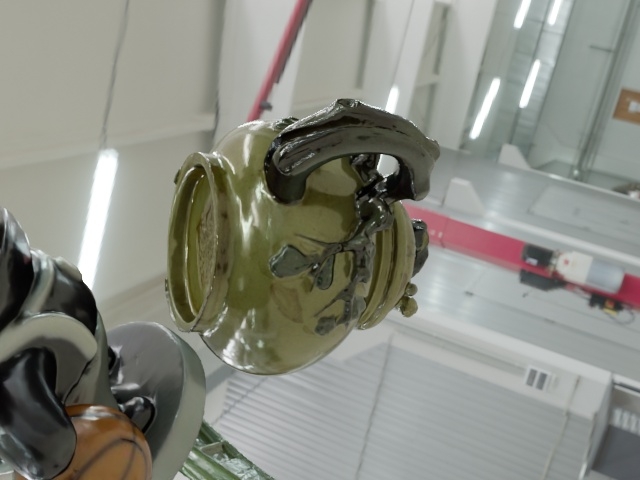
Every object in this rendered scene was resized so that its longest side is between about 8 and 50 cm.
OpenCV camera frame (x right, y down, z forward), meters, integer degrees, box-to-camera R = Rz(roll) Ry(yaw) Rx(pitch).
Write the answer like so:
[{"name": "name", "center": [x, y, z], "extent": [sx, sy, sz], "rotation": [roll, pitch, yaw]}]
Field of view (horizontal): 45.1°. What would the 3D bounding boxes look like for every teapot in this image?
[{"name": "teapot", "center": [0.000, 0.000, 0.526], "extent": [0.269, 0.182, 0.173], "rotation": [-51, 42, 50]}]

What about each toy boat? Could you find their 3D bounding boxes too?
[{"name": "toy boat", "center": [-0.132, 0.214, 0.825], "extent": [0.055, 0.293, 0.093], "rotation": [-53, -16, 2]}]

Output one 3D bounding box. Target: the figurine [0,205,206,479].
[{"name": "figurine", "center": [-0.159, 0.038, 0.325], "extent": [0.133, 0.176, 0.236], "rotation": [-50, -51, -12]}]
